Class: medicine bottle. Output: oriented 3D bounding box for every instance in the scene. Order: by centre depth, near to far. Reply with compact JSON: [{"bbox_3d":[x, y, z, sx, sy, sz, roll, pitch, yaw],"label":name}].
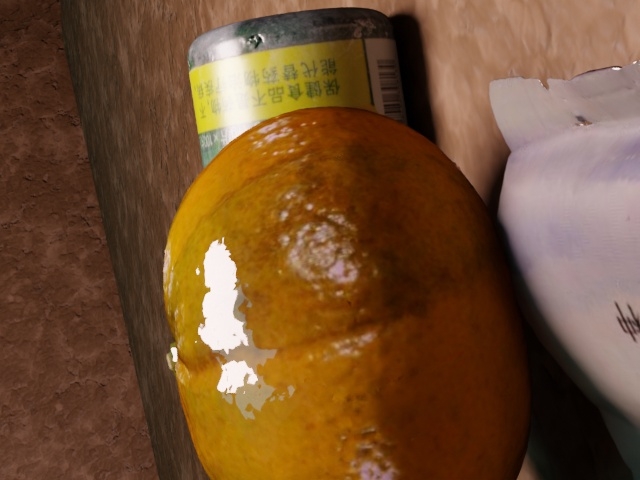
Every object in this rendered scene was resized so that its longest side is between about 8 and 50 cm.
[{"bbox_3d":[0.000,0.000,0.802,0.141,0.142,0.293,-176,77,-74],"label":"medicine bottle"}]

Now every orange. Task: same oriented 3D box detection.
[{"bbox_3d":[0.007,0.050,0.612,0.240,0.171,0.240,168,90,-80],"label":"orange"}]

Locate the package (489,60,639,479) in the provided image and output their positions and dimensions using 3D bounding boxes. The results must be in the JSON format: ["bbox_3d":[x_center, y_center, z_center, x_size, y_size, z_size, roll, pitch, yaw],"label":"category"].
[{"bbox_3d":[0.153,0.045,0.459,0.250,0.062,0.204,69,165,-7],"label":"package"}]
